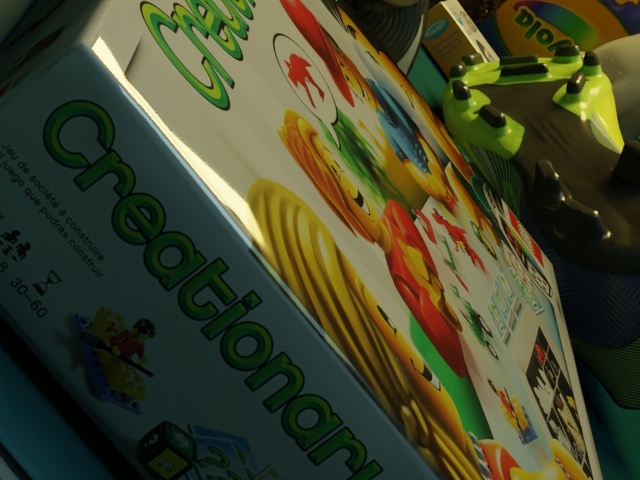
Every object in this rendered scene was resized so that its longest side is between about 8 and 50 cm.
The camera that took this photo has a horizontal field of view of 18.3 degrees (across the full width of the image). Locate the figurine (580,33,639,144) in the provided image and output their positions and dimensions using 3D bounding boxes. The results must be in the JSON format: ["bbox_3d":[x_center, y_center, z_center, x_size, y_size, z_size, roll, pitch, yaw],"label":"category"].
[{"bbox_3d":[0.248,-0.070,1.263,0.215,0.209,0.092,60,14,25],"label":"figurine"}]

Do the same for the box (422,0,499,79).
[{"bbox_3d":[0.099,-0.098,1.212,0.136,0.028,0.081,56,13,-2],"label":"box"}]

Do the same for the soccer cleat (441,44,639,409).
[{"bbox_3d":[0.122,-0.015,1.005,0.289,0.093,0.121,-109,-170,-64],"label":"soccer cleat"}]

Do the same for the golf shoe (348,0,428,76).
[{"bbox_3d":[-0.042,-0.167,0.766,0.120,0.105,0.273,66,0,-69],"label":"golf shoe"}]

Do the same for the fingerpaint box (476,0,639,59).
[{"bbox_3d":[0.201,-0.343,1.436,0.445,0.371,0.163,55,11,-2],"label":"fingerpaint box"}]

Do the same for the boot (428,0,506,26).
[{"bbox_3d":[0.081,-0.187,1.318,0.084,0.059,0.158,53,13,18],"label":"boot"}]

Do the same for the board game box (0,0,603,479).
[{"bbox_3d":[0.000,0.000,0.530,0.193,0.053,0.305,51,13,-14],"label":"board game box"}]
